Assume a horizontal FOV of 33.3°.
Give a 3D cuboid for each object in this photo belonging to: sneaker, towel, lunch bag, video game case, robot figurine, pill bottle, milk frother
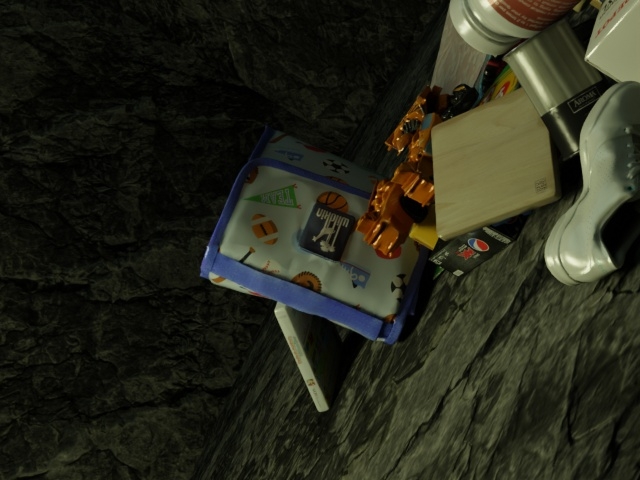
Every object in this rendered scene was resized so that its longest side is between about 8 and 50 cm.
[{"bbox_3d":[0.293,-0.280,1.743,0.261,0.104,0.125,-63,5,-31],"label":"sneaker"},{"bbox_3d":[0.298,-0.397,2.009,0.332,0.053,0.316,-174,98,-78],"label":"towel"},{"bbox_3d":[0.284,-0.056,0.987,0.094,0.080,0.212,-15,51,65],"label":"sneaker"},{"bbox_3d":[0.000,0.000,1.717,0.385,0.328,0.238,-71,3,-65],"label":"lunch bag"},{"bbox_3d":[-0.017,0.156,1.876,0.026,0.206,0.227,-17,20,14],"label":"video game case"},{"bbox_3d":[0.141,-0.118,1.540,0.211,0.085,0.291,-54,9,38],"label":"robot figurine"},{"bbox_3d":[0.236,-0.298,1.159,0.216,0.121,0.121,-42,18,51],"label":"pill bottle"},{"bbox_3d":[0.276,-0.167,1.196,0.129,0.134,0.143,-29,-2,-20],"label":"milk frother"}]

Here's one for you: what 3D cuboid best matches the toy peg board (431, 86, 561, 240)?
[{"bbox_3d":[0.226,-0.084,1.296,0.161,0.079,0.160,-22,55,35],"label":"toy peg board"}]

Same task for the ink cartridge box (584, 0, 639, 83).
[{"bbox_3d":[0.375,-0.280,1.087,0.172,0.100,0.237,-53,9,52],"label":"ink cartridge box"}]

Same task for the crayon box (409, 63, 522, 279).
[{"bbox_3d":[0.232,-0.111,1.555,0.318,0.081,0.202,-55,8,41],"label":"crayon box"}]

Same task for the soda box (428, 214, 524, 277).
[{"bbox_3d":[0.206,-0.009,1.406,0.060,0.053,0.169,-63,7,-24],"label":"soda box"}]

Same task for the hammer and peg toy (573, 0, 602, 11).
[{"bbox_3d":[0.337,-0.401,1.324,0.266,0.127,0.361,-58,-16,24],"label":"hammer and peg toy"}]
